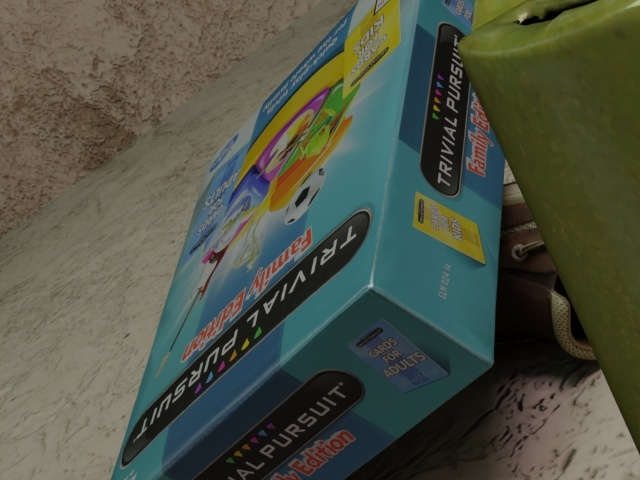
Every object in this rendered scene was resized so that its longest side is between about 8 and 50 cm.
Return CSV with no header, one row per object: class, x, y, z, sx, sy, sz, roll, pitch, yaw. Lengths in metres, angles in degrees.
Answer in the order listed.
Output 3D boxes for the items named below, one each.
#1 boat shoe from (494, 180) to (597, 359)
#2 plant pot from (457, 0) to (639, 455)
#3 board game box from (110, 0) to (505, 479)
boat shoe,0.132,0.018,0.801,0.257,0.095,0.095,-29,31,40
plant pot,0.183,-0.010,0.471,0.276,0.254,0.276,-31,15,9
board game box,0.000,0.000,0.871,0.254,0.079,0.336,-44,22,36
